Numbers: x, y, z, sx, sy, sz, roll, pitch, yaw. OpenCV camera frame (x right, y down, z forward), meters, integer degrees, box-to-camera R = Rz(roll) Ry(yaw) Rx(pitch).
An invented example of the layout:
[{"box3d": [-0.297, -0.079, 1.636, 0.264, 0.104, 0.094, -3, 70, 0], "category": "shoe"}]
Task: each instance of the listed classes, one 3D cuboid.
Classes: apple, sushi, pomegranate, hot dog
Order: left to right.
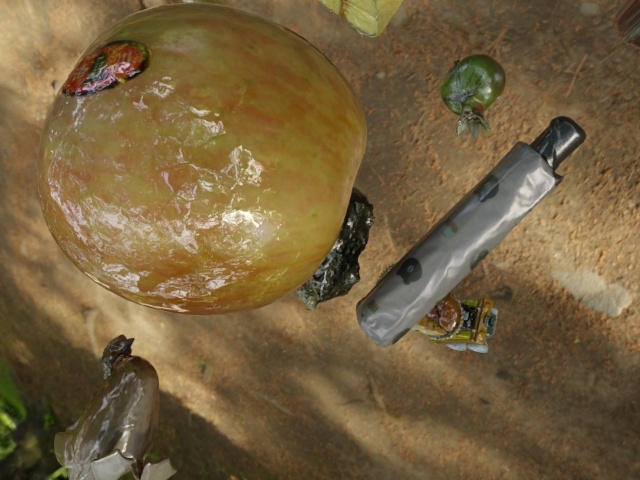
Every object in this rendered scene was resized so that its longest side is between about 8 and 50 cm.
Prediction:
[{"box3d": [-0.127, -0.095, 0.758, 0.347, 0.391, 0.391, 20, 129, 3], "category": "apple"}, {"box3d": [0.000, 0.000, 1.045, 0.147, 0.115, 0.212, 43, 126, 42], "category": "sushi"}, {"box3d": [0.174, 0.107, 1.061, 0.192, 0.053, 0.099, 37, 103, 42], "category": "hot dog"}, {"box3d": [0.348, -0.333, 1.394, 0.131, 0.191, 0.152, 16, 159, -13], "category": "pomegranate"}]

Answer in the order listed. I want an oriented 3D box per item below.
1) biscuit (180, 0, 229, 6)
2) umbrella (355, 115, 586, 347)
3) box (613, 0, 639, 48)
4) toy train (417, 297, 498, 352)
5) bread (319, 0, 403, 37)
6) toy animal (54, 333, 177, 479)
[{"box3d": [-0.296, -0.597, 1.476, 0.062, 0.236, 0.291, -40, 118, 14], "category": "biscuit"}, {"box3d": [0.170, -0.008, 0.703, 0.067, 0.073, 0.337, 38, 105, -20], "category": "umbrella"}, {"box3d": [0.789, -0.581, 1.271, 0.108, 0.404, 0.263, 43, 163, 4], "category": "box"}, {"box3d": [0.250, 0.153, 1.147, 0.127, 0.089, 0.219, 20, 166, -14], "category": "toy train"}, {"box3d": [0.068, -0.685, 1.613, 0.263, 0.236, 0.198, 38, 115, 13], "category": "bread"}, {"box3d": [-0.231, 0.202, 0.647, 0.188, 0.089, 0.179, -56, 39, 11], "category": "toy animal"}]
